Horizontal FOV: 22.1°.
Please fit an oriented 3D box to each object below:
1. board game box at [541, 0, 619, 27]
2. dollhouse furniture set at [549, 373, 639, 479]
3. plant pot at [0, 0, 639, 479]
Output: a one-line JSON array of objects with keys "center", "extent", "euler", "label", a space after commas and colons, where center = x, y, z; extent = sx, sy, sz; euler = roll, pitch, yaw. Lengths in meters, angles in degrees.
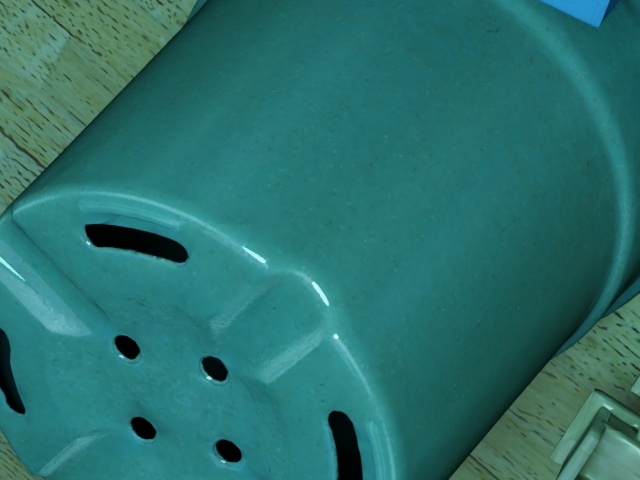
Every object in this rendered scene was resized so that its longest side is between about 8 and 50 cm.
[{"center": [0.082, -0.203, 0.841], "extent": [0.210, 0.160, 0.047], "euler": [29, 132, 13], "label": "board game box"}, {"center": [0.352, 0.060, 0.929], "extent": [0.303, 0.174, 0.355], "euler": [32, 109, 9], "label": "dollhouse furniture set"}, {"center": [0.000, 0.000, 0.918], "extent": [0.341, 0.334, 0.341], "euler": [17, 128, 23], "label": "plant pot"}]
